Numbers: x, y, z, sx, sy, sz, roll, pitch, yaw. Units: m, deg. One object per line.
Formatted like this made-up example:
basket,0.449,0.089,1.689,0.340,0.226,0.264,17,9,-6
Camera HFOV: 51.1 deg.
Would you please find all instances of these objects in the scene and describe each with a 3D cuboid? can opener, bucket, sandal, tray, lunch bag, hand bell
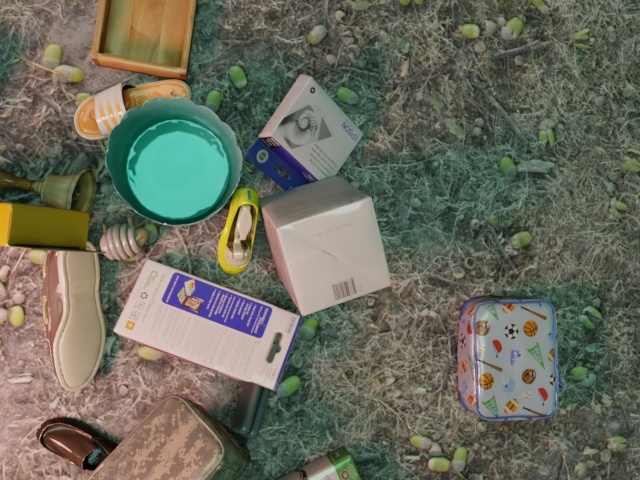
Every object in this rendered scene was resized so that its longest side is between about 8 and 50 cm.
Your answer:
can opener,-0.146,0.297,1.497,0.093,0.074,0.280,-3,61,27
bucket,-0.311,-0.160,1.444,0.281,0.183,0.281,0,89,-9
sandal,-0.419,-0.306,1.477,0.265,0.076,0.102,-21,90,-7
tray,-0.372,-0.581,1.493,0.203,0.076,0.410,8,87,-9
lunch bag,-0.303,0.507,1.411,0.212,0.256,0.305,37,80,30
lunch bag,0.457,0.286,1.609,0.243,0.115,0.303,0,89,-12
hand bell,-0.625,-0.120,1.445,0.242,0.126,0.126,14,87,3

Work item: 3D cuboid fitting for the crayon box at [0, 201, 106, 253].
crayon box,-0.610,-0.030,1.312,0.323,0.203,0.083,5,89,22

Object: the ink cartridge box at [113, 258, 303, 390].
ink cartridge box,-0.241,0.186,1.463,0.371,0.069,0.175,20,70,3

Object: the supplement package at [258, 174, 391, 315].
supplement package,0.000,0.000,1.434,0.199,0.262,0.198,-18,109,-9

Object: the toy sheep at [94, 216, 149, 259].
toy sheep,-0.440,0.001,1.472,0.132,0.091,0.091,-17,92,4

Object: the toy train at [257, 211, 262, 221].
toy train,-0.149,-0.058,1.555,0.083,0.017,0.023,14,97,-9

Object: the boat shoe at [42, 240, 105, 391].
boat shoe,-0.542,0.158,1.446,0.117,0.097,0.324,-4,95,-50

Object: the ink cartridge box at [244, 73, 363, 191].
ink cartridge box,-0.030,-0.217,1.505,0.223,0.045,0.224,38,83,-43

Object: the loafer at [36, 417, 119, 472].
loafer,-0.512,0.453,1.456,0.220,0.078,0.080,25,85,-9

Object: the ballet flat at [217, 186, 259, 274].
ballet flat,-0.178,-0.006,1.467,0.077,0.077,0.231,4,120,-19

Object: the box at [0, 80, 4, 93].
box,-0.824,-0.273,1.390,0.214,0.117,0.243,23,85,-9

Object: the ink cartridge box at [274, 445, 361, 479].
ink cartridge box,-0.003,0.595,1.538,0.208,0.087,0.153,-23,94,-10
